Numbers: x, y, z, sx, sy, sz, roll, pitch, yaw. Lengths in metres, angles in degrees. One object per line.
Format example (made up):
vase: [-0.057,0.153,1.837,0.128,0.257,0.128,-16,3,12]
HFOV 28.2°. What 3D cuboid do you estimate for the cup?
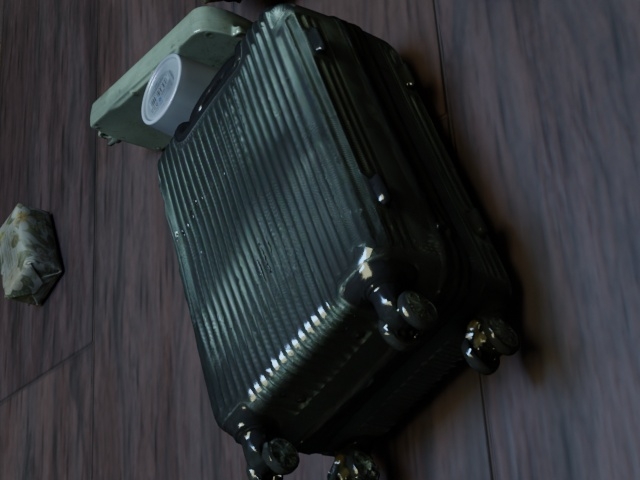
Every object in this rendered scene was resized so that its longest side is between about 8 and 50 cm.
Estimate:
cup: [-0.085,-0.108,1.042,0.074,0.116,0.104,-61,30,15]

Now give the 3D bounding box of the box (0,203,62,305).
box: [-0.310,0.015,1.350,0.062,0.045,0.098,-52,40,26]

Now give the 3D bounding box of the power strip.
power strip: [-0.130,-0.138,1.137,0.227,0.080,0.029,-32,50,43]

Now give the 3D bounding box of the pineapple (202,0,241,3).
pineapple: [-0.125,-0.323,1.146,0.141,0.170,0.310,-39,36,0]

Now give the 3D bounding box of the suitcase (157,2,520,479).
suitcase: [0.000,0.000,0.866,0.202,0.128,0.312,-50,42,30]
